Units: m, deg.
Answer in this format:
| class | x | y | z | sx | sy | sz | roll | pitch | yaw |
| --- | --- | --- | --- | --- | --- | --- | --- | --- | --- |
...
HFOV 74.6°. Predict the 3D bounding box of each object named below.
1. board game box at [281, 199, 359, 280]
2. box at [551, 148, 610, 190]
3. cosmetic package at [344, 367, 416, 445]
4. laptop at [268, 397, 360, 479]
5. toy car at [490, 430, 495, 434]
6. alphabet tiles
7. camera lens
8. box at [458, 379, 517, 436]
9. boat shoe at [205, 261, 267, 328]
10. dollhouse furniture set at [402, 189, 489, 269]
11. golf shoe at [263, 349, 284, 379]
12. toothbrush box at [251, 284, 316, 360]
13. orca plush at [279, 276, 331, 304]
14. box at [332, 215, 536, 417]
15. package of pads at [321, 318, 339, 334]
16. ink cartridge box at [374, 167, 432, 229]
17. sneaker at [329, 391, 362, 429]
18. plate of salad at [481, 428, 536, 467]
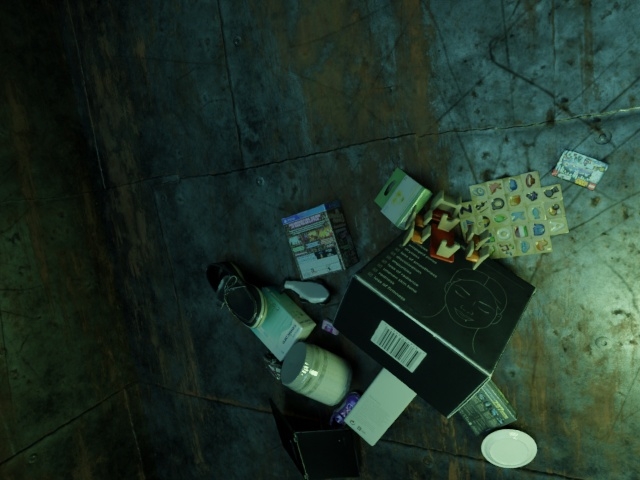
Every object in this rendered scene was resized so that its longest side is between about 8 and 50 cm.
| class | x | y | z | sx | sy | sz | roll | pitch | yaw |
| --- | --- | --- | --- | --- | --- | --- | --- | --- | --- |
| board game box | 0.000 | 0.000 | 1.832 | 0.232 | 0.141 | 0.290 | -16 | 93 | 32 |
| box | 0.835 | -0.228 | 1.356 | 0.137 | 0.027 | 0.093 | 28 | 115 | 22 |
| cosmetic package | 0.305 | 0.610 | 1.754 | 0.162 | 0.230 | 0.452 | 37 | 118 | 17 |
| laptop | -0.033 | 0.986 | 2.101 | 0.408 | 0.237 | 0.381 | 33 | 139 | 50 |
| toy car | 0.699 | 0.824 | 1.684 | 0.060 | 0.041 | 0.121 | 33 | 121 | 43 |
| alphabet tiles | 0.674 | -0.082 | 1.497 | 0.343 | 0.011 | 0.284 | -11 | 96 | 32 |
| camera lens | -0.010 | 0.598 | 1.889 | 0.275 | 0.219 | 0.219 | 31 | 123 | -22 |
| box | 0.628 | 0.637 | 1.670 | 0.183 | 0.059 | 0.232 | -45 | 78 | 31 |
| boat shoe | -0.416 | 0.252 | 2.020 | 0.500 | 0.156 | 0.186 | 40 | 106 | 45 |
| dollhouse furniture set | 0.418 | -0.034 | 1.439 | 0.262 | 0.258 | 0.135 | 18 | 140 | -2 |
| golf shoe | -0.176 | 0.662 | 2.137 | 0.273 | 0.105 | 0.120 | 32 | 132 | 27 |
| toothbrush box | -0.202 | 0.391 | 2.019 | 0.296 | 0.126 | 0.216 | 41 | 109 | 25 |
| orca plush | -0.063 | 0.259 | 1.960 | 0.288 | 0.151 | 0.102 | -1 | 133 | 28 |
| box | 0.385 | 0.226 | 1.433 | 0.480 | 0.472 | 0.297 | 36 | 136 | 19 |
| package of pads | 0.050 | 0.404 | 1.967 | 0.084 | 0.032 | 0.050 | 20 | 110 | 25 |
| ink cartridge box | 0.292 | -0.170 | 1.589 | 0.171 | 0.056 | 0.235 | -56 | 41 | 17 |
| sneaker | 0.119 | 0.814 | 1.985 | 0.095 | 0.105 | 0.236 | 43 | 118 | 17 |
| plate of salad | 0.728 | 0.802 | 1.631 | 0.200 | 0.048 | 0.199 | 4 | 113 | 10 |
